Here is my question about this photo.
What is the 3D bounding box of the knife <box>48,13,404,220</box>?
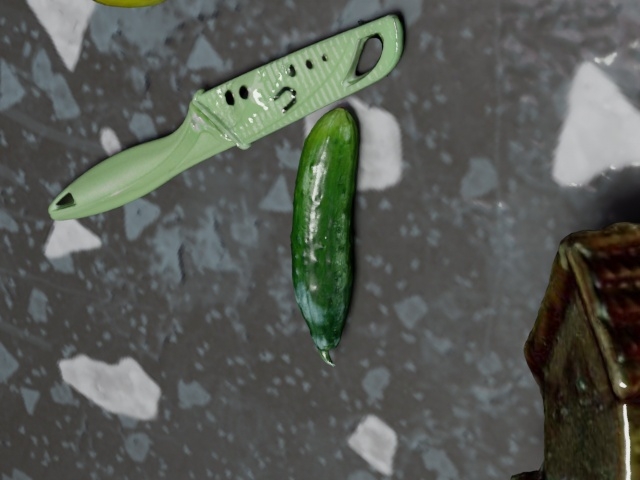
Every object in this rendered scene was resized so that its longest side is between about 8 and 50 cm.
[{"bbox_3d":[-0.067,-0.066,0.751,0.293,0.020,0.043,-20,95,36],"label":"knife"}]

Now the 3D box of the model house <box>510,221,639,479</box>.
[{"bbox_3d":[0.178,0.063,0.608,0.165,0.106,0.152,-4,96,-3],"label":"model house"}]

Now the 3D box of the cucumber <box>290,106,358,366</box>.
[{"bbox_3d":[0.000,0.000,0.722,0.037,0.037,0.155,14,115,28],"label":"cucumber"}]

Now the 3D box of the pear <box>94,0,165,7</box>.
[{"bbox_3d":[-0.108,-0.262,0.564,0.253,0.253,0.307,26,113,22],"label":"pear"}]
